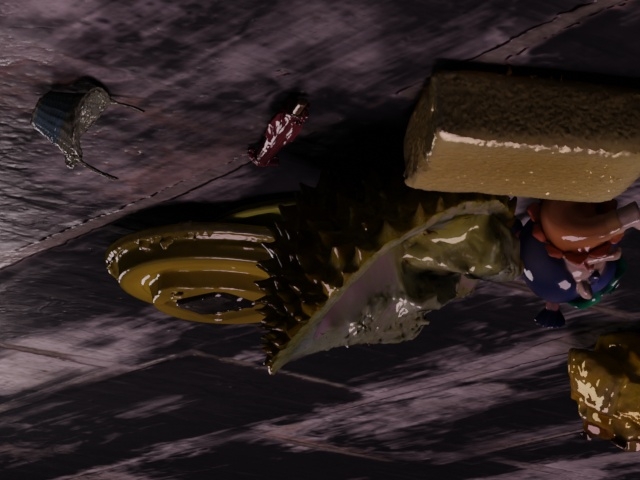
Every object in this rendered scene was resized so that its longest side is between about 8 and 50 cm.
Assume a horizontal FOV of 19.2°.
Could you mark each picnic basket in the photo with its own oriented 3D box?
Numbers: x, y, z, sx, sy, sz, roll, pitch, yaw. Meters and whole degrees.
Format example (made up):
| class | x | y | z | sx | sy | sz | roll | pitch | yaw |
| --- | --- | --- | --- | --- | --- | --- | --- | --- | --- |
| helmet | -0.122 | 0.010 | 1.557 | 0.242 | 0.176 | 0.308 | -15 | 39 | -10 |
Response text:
| class | x | y | z | sx | sy | sz | roll | pitch | yaw |
| --- | --- | --- | --- | --- | --- | --- | --- | --- | --- |
| picnic basket | -0.186 | -0.092 | 1.503 | 0.083 | 0.065 | 0.083 | 23 | 155 | 0 |

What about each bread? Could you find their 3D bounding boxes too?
| class | x | y | z | sx | sy | sz | roll | pitch | yaw |
| --- | --- | --- | --- | --- | --- | --- | --- | --- | --- |
| bread | 0.166 | -0.082 | 1.498 | 0.188 | 0.068 | 0.125 | 4 | 161 | -11 |

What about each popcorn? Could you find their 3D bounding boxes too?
| class | x | y | z | sx | sy | sz | roll | pitch | yaw |
| --- | --- | --- | --- | --- | --- | --- | --- | --- | --- |
| popcorn | 0.351 | 0.169 | 2.147 | 0.148 | 0.152 | 0.167 | 12 | 160 | 33 |

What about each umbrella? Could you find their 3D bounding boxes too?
| class | x | y | z | sx | sy | sz | roll | pitch | yaw |
| --- | --- | --- | --- | --- | --- | --- | --- | --- | --- |
| umbrella | -0.033 | -0.090 | 1.550 | 0.027 | 0.025 | 0.165 | -14 | 169 | -18 |

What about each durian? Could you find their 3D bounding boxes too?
| class | x | y | z | sx | sy | sz | roll | pitch | yaw |
| --- | --- | --- | --- | --- | --- | --- | --- | --- | --- |
| durian | 0.074 | 0.011 | 1.625 | 0.172 | 0.166 | 0.306 | -5 | -177 | 37 |

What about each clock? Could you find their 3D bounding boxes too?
| class | x | y | z | sx | sy | sz | roll | pitch | yaw |
| --- | --- | --- | --- | --- | --- | --- | --- | --- | --- |
| clock | -0.096 | 0.042 | 1.845 | 0.237 | 0.057 | 0.237 | 1 | 162 | 0 |

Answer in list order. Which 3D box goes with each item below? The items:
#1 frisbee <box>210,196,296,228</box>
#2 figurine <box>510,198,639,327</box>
| class | x | y | z | sx | sy | sz | roll | pitch | yaw |
| --- | --- | --- | --- | --- | --- | --- | --- | --- | --- |
| frisbee | 0.000 | 0.000 | 1.829 | 0.236 | 0.017 | 0.236 | 1 | 161 | 0 |
| figurine | 0.224 | -0.004 | 1.704 | 0.102 | 0.111 | 0.195 | -17 | 158 | -3 |
